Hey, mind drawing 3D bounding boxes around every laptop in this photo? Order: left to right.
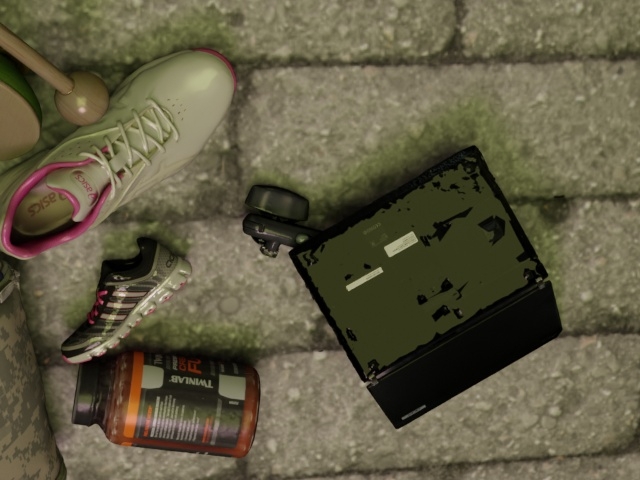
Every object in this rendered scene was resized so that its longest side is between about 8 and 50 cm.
[{"bbox_3d":[0.127,0.062,1.342,0.234,0.136,0.264,-31,96,0],"label":"laptop"}]

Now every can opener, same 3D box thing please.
[{"bbox_3d":[0.000,0.000,1.309,0.186,0.059,0.073,21,102,-14],"label":"can opener"}]

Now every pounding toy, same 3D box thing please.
[{"bbox_3d":[-0.333,-0.175,1.167,0.236,0.110,0.183,-9,148,30],"label":"pounding toy"}]

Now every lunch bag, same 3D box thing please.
[{"bbox_3d":[-0.401,0.178,1.207,0.256,0.212,0.305,-30,125,-35],"label":"lunch bag"}]

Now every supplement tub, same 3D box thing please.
[{"bbox_3d":[-0.171,0.178,1.313,0.197,0.106,0.106,9,106,-12],"label":"supplement tub"}]

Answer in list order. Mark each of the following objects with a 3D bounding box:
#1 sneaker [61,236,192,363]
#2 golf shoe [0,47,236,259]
[{"bbox_3d":[-0.224,0.060,1.291,0.170,0.063,0.075,-41,109,0],"label":"sneaker"},{"bbox_3d":[-0.207,-0.079,1.210,0.306,0.140,0.115,-39,108,2],"label":"golf shoe"}]
